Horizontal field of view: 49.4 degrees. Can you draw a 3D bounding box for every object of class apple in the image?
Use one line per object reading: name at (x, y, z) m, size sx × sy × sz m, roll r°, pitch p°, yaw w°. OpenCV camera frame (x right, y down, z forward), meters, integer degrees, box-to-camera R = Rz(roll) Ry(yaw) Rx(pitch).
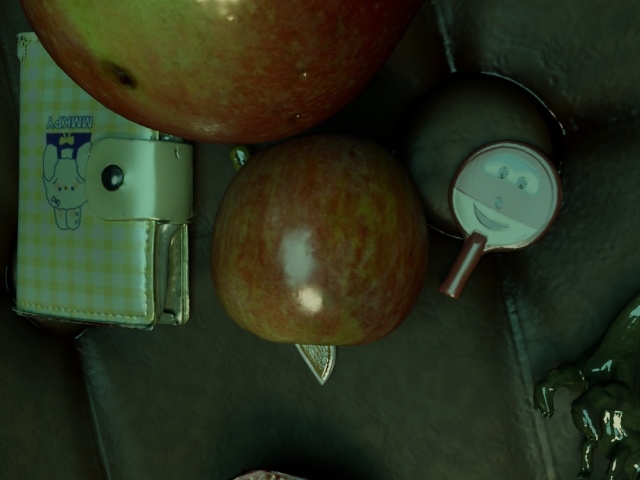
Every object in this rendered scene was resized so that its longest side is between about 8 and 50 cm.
apple at (0.000, 0.000, 0.599) m, size 0.188 × 0.188 × 0.174 m, roll 1°, pitch 85°, yaw 21°
apple at (-0.063, -0.240, 0.533) m, size 0.348 × 0.277 × 0.349 m, roll -12°, pitch 61°, yaw 23°

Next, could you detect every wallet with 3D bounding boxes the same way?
wallet at (-0.239, -0.066, 0.751) m, size 0.223 × 0.077 × 0.310 m, roll 5°, pitch 95°, yaw 24°

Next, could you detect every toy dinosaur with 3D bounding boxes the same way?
toy dinosaur at (0.282, 0.128, 0.592) m, size 0.178 × 0.087 × 0.187 m, roll -25°, pitch 103°, yaw -12°

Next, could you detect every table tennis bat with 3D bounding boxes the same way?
table tennis bat at (0.153, -0.017, 0.631) m, size 0.098 × 0.019 × 0.155 m, roll 31°, pitch 101°, yaw 16°

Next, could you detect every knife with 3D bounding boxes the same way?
knife at (-0.040, 0.025, 0.703) m, size 0.046 × 0.022 × 0.256 m, roll -23°, pitch 90°, yaw 14°

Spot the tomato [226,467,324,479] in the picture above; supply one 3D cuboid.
tomato at (-0.021, 0.322, 0.688) m, size 0.224 × 0.085 × 0.225 m, roll 0°, pitch 91°, yaw 21°
